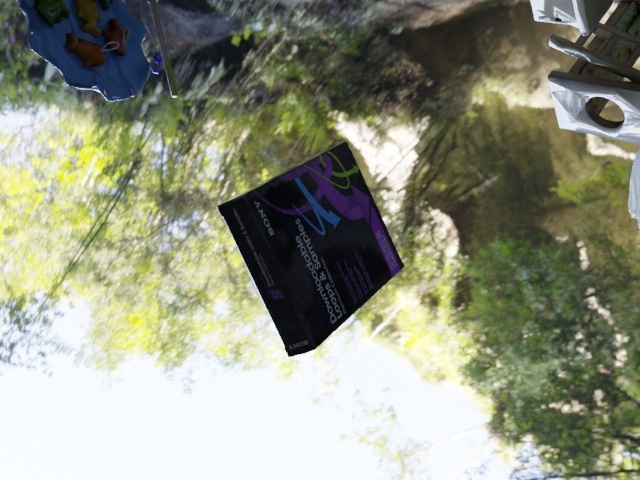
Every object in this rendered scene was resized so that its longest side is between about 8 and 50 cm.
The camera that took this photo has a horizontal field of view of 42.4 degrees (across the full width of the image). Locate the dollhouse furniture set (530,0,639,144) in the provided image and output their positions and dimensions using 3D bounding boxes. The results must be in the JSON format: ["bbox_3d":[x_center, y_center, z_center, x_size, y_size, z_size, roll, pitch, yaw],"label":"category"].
[{"bbox_3d":[0.259,-0.195,0.634,0.182,0.101,0.161,-51,-43,-20],"label":"dollhouse furniture set"}]

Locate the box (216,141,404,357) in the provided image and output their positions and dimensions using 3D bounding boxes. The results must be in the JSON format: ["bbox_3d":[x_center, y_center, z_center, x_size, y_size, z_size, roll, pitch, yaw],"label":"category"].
[{"bbox_3d":[0.000,0.000,0.613,0.162,0.029,0.116,-36,-77,-55],"label":"box"}]

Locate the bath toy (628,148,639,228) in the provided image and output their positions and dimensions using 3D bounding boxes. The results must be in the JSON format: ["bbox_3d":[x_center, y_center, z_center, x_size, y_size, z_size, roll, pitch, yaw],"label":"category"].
[{"bbox_3d":[0.338,0.032,0.648,0.129,0.151,0.348,-1,-146,8],"label":"bath toy"}]

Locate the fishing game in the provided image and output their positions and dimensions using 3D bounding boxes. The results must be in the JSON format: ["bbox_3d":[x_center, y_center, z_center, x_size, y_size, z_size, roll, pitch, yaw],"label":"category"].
[{"bbox_3d":[-0.228,-0.224,0.802,0.264,0.041,0.189,17,-125,-57],"label":"fishing game"}]
